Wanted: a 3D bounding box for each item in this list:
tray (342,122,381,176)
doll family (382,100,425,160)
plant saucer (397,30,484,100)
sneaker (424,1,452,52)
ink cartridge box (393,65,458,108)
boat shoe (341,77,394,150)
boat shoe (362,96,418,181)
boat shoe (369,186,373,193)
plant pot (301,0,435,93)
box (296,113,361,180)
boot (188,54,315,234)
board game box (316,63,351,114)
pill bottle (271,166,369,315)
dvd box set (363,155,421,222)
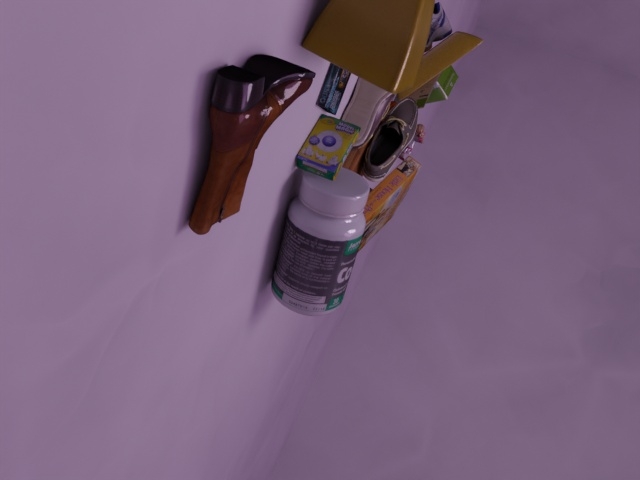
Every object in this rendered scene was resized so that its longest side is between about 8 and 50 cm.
[{"bbox_3d":[0.087,-0.221,1.942,0.203,0.076,0.410,80,33,-69],"label":"tray"},{"bbox_3d":[0.251,-0.394,2.137,0.163,0.118,0.263,-56,-146,9],"label":"doll family"},{"bbox_3d":[0.393,-0.626,2.188,0.333,0.081,0.332,-34,-170,15],"label":"plant saucer"},{"bbox_3d":[0.340,-0.725,2.155,0.296,0.112,0.131,-45,121,-36],"label":"sneaker"},{"bbox_3d":[0.391,-0.558,2.397,0.097,0.189,0.255,45,61,-34],"label":"ink cartridge box"},{"bbox_3d":[0.151,-0.408,1.800,0.324,0.117,0.097,-63,173,-6],"label":"boat shoe"},{"bbox_3d":[0.225,-0.325,1.930,0.305,0.109,0.091,-61,172,-15],"label":"boat shoe"},{"bbox_3d":[0.141,-0.146,2.250,0.105,0.113,0.306,-55,180,0],"label":"boat shoe"},{"bbox_3d":[0.119,-0.439,1.272,0.187,0.212,0.212,-65,171,24],"label":"plant pot"},{"bbox_3d":[0.024,-0.239,1.536,0.043,0.105,0.179,95,20,-58],"label":"box"},{"bbox_3d":[-0.113,-0.164,1.075,0.264,0.096,0.280,-50,160,-57],"label":"boot"},{"bbox_3d":[0.046,-0.407,1.526,0.126,0.026,0.186,-9,121,-76],"label":"board game box"},{"bbox_3d":[0.000,0.000,1.620,0.204,0.204,0.361,-51,159,-56],"label":"pill bottle"},{"bbox_3d":[0.156,-0.067,2.069,0.420,0.062,0.307,-43,166,-35],"label":"dvd box set"}]
